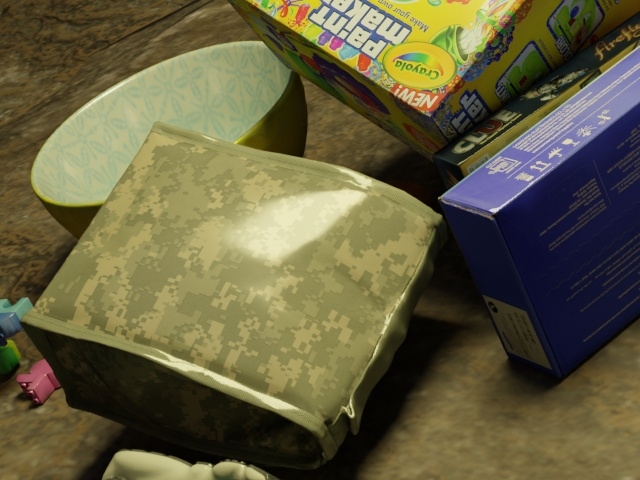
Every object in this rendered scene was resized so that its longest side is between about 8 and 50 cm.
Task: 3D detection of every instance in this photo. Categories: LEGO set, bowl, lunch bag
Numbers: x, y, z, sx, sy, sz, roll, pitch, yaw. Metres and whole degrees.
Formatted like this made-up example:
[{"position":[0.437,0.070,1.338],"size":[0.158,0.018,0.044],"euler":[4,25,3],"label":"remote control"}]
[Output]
[{"position":[-0.349,0.114,1.764],"size":[0.227,0.087,0.093],"euler":[-5,34,36],"label":"LEGO set"},{"position":[-0.129,-0.060,1.810],"size":[0.289,0.156,0.289],"euler":[-19,29,11],"label":"bowl"},{"position":[-0.056,0.054,1.504],"size":[0.287,0.169,0.235],"euler":[15,58,26],"label":"lunch bag"}]

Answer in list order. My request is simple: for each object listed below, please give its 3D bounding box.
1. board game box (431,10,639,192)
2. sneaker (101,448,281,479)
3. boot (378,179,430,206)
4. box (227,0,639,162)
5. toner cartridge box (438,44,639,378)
[{"position":[0.224,-0.065,1.528],"size":[0.243,0.165,0.042],"euler":[-34,29,-18],"label":"board game box"},{"position":[-0.075,0.233,1.360],"size":[0.275,0.107,0.110],"euler":[-2,54,44],"label":"sneaker"},{"position":[0.000,0.000,1.699],"size":[0.197,0.073,0.152],"euler":[5,40,25],"label":"boot"},{"position":[0.114,-0.237,1.604],"size":[0.290,0.177,0.279],"euler":[35,85,35],"label":"box"},{"position":[0.270,-0.057,1.478],"size":[0.348,0.165,0.075],"euler":[-36,30,-21],"label":"toner cartridge box"}]
